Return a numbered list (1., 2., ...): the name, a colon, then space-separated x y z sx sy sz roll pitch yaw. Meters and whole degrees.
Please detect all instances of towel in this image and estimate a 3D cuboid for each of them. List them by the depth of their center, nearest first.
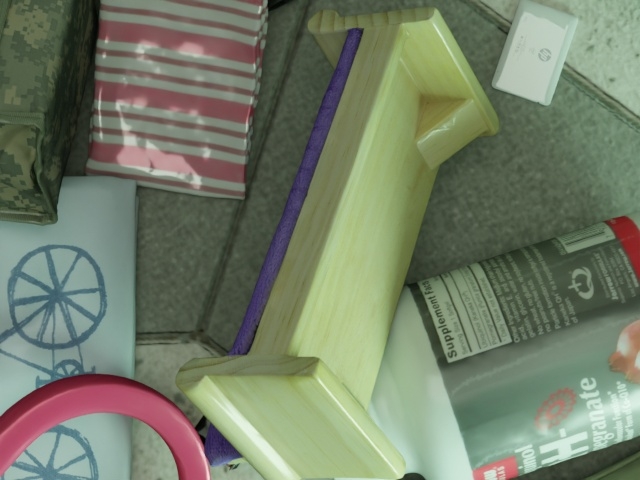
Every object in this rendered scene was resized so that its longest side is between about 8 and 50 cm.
1. towel: -0.124 -0.136 1.535 0.144 0.029 0.197 8 104 2

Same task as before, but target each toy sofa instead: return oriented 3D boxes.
1. toy sofa: 0.000 0.000 1.395 0.177 0.150 0.362 -3 52 31

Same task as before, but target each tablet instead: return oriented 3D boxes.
1. tablet: 0.187 -0.164 1.569 0.054 0.006 0.083 19 87 2

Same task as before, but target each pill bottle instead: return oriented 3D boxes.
1. pill bottle: 0.149 0.103 1.466 0.319 0.176 0.176 -18 86 0

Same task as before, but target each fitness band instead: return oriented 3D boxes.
1. fitness band: -0.216 0.245 1.482 0.209 0.054 0.291 42 85 -16

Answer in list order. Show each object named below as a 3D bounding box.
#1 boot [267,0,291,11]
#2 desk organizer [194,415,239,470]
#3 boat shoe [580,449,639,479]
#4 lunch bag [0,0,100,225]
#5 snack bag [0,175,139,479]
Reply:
1. boot: -0.083 -0.261 1.547 0.246 0.083 0.161 -33 92 0
2. desk organizer: -0.057 0.128 1.533 0.050 0.047 0.130 35 87 5
3. boat shoe: 0.294 0.245 1.490 0.340 0.127 0.113 -20 115 -8
4. lunch bag: -0.339 -0.160 1.465 0.287 0.169 0.235 6 56 2
5. snack bag: -0.321 0.103 1.502 0.343 0.037 0.323 1 88 -16
